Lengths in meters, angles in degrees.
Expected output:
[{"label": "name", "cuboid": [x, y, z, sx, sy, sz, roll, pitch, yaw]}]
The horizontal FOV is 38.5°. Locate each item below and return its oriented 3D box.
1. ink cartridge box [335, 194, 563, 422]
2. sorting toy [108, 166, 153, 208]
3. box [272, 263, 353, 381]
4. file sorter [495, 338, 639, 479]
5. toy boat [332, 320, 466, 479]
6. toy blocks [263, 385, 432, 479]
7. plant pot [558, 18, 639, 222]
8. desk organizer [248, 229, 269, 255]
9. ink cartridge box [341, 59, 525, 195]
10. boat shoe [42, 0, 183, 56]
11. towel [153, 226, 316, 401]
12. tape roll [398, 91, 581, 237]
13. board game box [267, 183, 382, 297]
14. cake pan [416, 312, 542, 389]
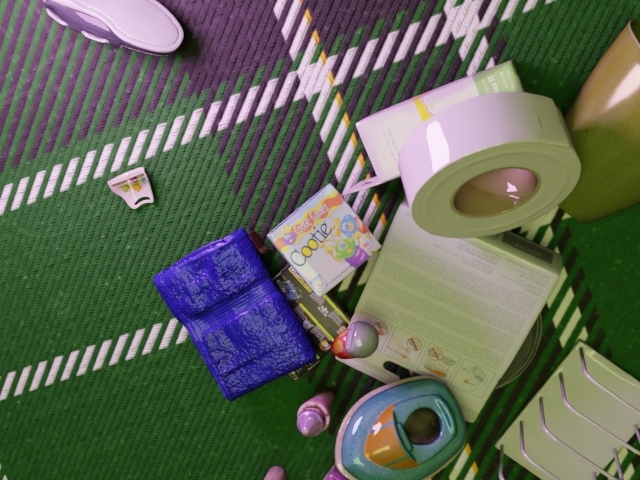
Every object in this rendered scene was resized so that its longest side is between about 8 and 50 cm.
[{"label": "ink cartridge box", "cuboid": [0.233, 0.129, 1.729, 0.308, 0.091, 0.385, 25, 123, 5]}, {"label": "sorting toy", "cuboid": [-0.376, -0.104, 1.869, 0.083, 0.045, 0.075, -18, 105, 15]}, {"label": "box", "cuboid": [-0.049, 0.159, 1.855, 0.184, 0.045, 0.191, -43, 90, 15]}, {"label": "file sorter", "cuboid": [0.486, 0.370, 1.719, 0.193, 0.173, 0.278, 35, 107, 2]}, {"label": "toy boat", "cuboid": [0.119, 0.300, 1.683, 0.267, 0.148, 0.318, -27, 85, -21]}, {"label": "toy blocks", "cuboid": [0.038, 0.496, 1.798, 0.309, 0.260, 0.288, 30, 106, 4]}, {"label": "plant pot", "cuboid": [0.521, -0.172, 1.563, 0.275, 0.275, 0.293, 42, 122, 1]}, {"label": "desk organizer", "cuboid": [-0.172, 0.039, 1.852, 0.130, 0.047, 0.050, -37, 90, 17]}, {"label": "ink cartridge box", "cuboid": [0.193, -0.202, 1.635, 0.353, 0.207, 0.119, -21, 96, 15]}, {"label": "boat shoe", "cuboid": [-0.403, -0.431, 1.777, 0.302, 0.091, 0.114, 31, 63, 5]}, {"label": "towel", "cuboid": [-0.173, 0.155, 1.814, 0.227, 0.076, 0.308, -29, 97, 20]}, {"label": "tape roll", "cuboid": [0.275, -0.116, 1.498, 0.286, 0.286, 0.100, -20, 59, 16]}, {"label": "board game box", "cuboid": [0.000, 0.000, 1.671, 0.144, 0.275, 0.142, -39, 92, -2]}, {"label": "cake pan", "cuboid": [0.280, 0.169, 1.780, 0.293, 0.054, 0.293, 2, 103, 11]}]
